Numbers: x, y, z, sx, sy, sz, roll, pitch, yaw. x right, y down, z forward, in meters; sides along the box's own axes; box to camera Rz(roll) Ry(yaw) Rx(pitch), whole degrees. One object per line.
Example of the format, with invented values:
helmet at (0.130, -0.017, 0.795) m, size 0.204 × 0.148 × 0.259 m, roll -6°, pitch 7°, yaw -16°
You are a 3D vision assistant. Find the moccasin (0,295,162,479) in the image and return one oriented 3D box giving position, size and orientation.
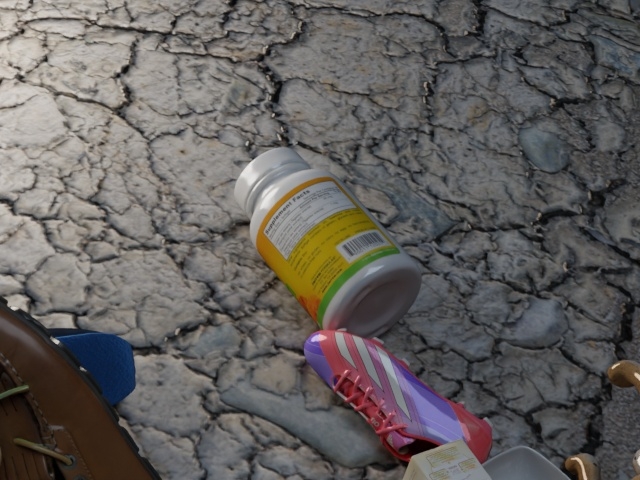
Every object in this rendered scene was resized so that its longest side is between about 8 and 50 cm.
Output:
moccasin at (-0.266, 0.201, 1.240) m, size 0.147 × 0.139 × 0.380 m, roll -41°, pitch 105°, yaw -31°

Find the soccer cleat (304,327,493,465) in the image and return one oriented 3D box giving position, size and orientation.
soccer cleat at (0.077, 0.186, 1.484) m, size 0.248 × 0.083 × 0.095 m, roll 32°, pitch 49°, yaw 14°

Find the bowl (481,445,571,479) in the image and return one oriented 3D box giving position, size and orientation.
bowl at (0.215, 0.301, 1.417) m, size 0.142 × 0.053 × 0.142 m, roll -24°, pitch 56°, yaw -36°

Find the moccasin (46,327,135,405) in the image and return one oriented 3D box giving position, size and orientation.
moccasin at (-0.359, 0.154, 1.339) m, size 0.342 × 0.117 × 0.138 m, roll 5°, pitch 81°, yaw -31°

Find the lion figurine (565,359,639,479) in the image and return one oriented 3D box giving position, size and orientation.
lion figurine at (0.327, 0.258, 1.245) m, size 0.142 × 0.392 × 0.240 m, roll -1°, pitch 48°, yaw -2°

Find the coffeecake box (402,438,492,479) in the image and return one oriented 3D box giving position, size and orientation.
coffeecake box at (0.148, 0.316, 1.313) m, size 0.068 × 0.142 × 0.185 m, roll -14°, pitch 50°, yaw -29°

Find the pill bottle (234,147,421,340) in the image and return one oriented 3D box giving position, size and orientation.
pill bottle at (0.000, 0.000, 1.613) m, size 0.136 × 0.136 × 0.245 m, roll -18°, pitch 51°, yaw -32°
